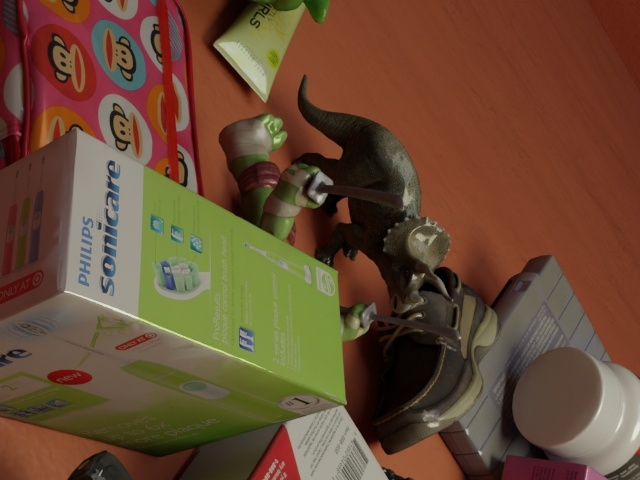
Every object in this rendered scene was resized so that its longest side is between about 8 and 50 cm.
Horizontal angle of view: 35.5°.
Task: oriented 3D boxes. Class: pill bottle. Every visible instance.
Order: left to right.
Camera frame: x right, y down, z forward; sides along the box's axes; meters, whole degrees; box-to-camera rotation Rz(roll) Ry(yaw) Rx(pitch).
[{"bbox_3d":[0.396,0.258,1.341,0.283,0.161,0.161,32,45,-35],"label":"pill bottle"}]

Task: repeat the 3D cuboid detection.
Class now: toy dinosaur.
[{"bbox_3d":[0.063,-0.057,1.187,0.121,0.160,0.313,5,68,-57],"label":"toy dinosaur"}]

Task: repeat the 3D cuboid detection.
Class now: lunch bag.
[{"bbox_3d":[-0.198,-0.112,0.867,0.258,0.120,0.293,24,53,-54],"label":"lunch bag"}]

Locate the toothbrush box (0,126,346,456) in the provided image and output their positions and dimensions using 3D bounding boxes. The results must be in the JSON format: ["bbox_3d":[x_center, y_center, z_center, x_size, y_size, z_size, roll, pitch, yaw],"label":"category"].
[{"bbox_3d":[-0.145,0.059,0.741,0.283,0.206,0.122,32,46,-46],"label":"toothbrush box"}]

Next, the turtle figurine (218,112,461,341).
[{"bbox_3d":[0.000,0.000,0.970,0.198,0.275,0.266,31,30,-40],"label":"turtle figurine"}]

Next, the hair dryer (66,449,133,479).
[{"bbox_3d":[-0.149,0.320,0.722,0.293,0.080,0.223,53,55,-20],"label":"hair dryer"}]

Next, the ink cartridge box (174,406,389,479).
[{"bbox_3d":[-0.007,0.289,0.898,0.273,0.114,0.197,59,31,-13],"label":"ink cartridge box"}]

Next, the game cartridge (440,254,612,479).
[{"bbox_3d":[0.290,0.204,1.407,0.230,0.068,0.355,55,47,-13],"label":"game cartridge"}]

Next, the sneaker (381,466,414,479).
[{"bbox_3d":[0.117,0.358,1.071,0.276,0.135,0.097,41,47,0],"label":"sneaker"}]

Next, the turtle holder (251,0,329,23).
[{"bbox_3d":[-0.066,-0.427,1.142,0.227,0.243,0.320,13,77,-11],"label":"turtle holder"}]

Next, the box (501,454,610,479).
[{"bbox_3d":[0.320,0.416,1.266,0.243,0.117,0.213,37,61,-41],"label":"box"}]

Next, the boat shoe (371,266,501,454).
[{"bbox_3d":[0.118,0.134,1.208,0.130,0.132,0.355,54,23,-4],"label":"boat shoe"}]

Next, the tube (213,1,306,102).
[{"bbox_3d":[-0.061,-0.271,1.236,0.062,0.070,0.240,102,8,-46],"label":"tube"}]
